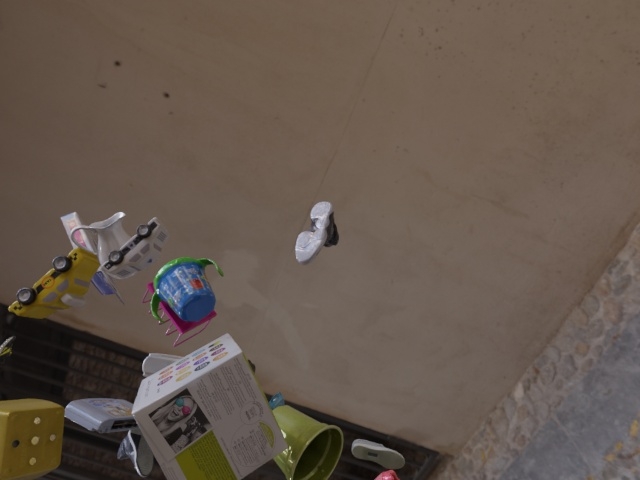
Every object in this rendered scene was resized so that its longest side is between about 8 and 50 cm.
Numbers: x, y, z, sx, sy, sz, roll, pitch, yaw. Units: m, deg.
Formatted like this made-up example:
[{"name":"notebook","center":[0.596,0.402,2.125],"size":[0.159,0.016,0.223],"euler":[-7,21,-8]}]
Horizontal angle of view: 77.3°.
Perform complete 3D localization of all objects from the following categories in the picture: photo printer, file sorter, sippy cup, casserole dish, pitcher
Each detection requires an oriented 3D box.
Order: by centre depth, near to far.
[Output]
[{"name":"pitcher","center":[-0.711,0.029,1.340],"size":[0.125,0.178,0.207],"euler":[-134,32,-61]},{"name":"photo printer","center":[-0.632,0.576,1.761],"size":[0.307,0.256,0.107],"euler":[128,153,-63]},{"name":"sippy cup","center":[-0.580,0.230,1.765],"size":[0.224,0.240,0.305],"euler":[43,112,36]},{"name":"file sorter","center":[-0.696,0.334,1.949],"size":[0.202,0.290,0.182],"euler":[-26,-19,-51]},{"name":"casserole dish","center":[-0.229,0.878,2.093],"size":[0.114,0.037,0.188],"euler":[-36,-39,-42]}]

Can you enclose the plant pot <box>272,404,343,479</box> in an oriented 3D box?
[{"name":"plant pot","center":[-0.095,0.789,1.565],"size":[0.254,0.276,0.276],"euler":[18,85,41]}]

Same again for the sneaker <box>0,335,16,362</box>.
[{"name":"sneaker","center":[-0.928,0.323,1.184],"size":[0.031,0.035,0.083],"euler":[-3,52,55]}]

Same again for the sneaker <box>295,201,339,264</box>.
[{"name":"sneaker","center":[0.000,0.000,1.458],"size":[0.153,0.101,0.268],"euler":[64,-141,-48]}]

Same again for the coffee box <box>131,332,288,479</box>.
[{"name":"coffee box","center":[-0.349,0.546,1.284],"size":[0.334,0.338,0.338],"euler":[-27,6,-19]}]

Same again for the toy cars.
[{"name":"toy cars","center":[-0.514,0.074,0.966],"size":[0.394,0.087,0.176],"euler":[-37,-15,-53]}]

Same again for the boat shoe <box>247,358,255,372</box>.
[{"name":"boat shoe","center":[-0.420,0.735,2.325],"size":[0.153,0.048,0.056],"euler":[71,-150,-47]}]

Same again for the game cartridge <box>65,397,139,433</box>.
[{"name":"game cartridge","center":[-0.775,0.643,1.485],"size":[0.062,0.198,0.297],"euler":[-67,-22,-13]}]

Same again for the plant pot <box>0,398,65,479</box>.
[{"name":"plant pot","center":[-0.766,0.500,0.987],"size":[0.212,0.187,0.212],"euler":[38,-139,-63]}]

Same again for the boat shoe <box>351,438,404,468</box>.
[{"name":"boat shoe","center":[0.244,0.898,1.706],"size":[0.081,0.228,0.079],"euler":[-51,-25,-83]}]

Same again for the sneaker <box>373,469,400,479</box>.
[{"name":"sneaker","center":[0.250,0.710,0.993],"size":[0.136,0.314,0.116],"euler":[-57,-15,11]}]

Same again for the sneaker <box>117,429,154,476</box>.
[{"name":"sneaker","center":[-0.845,0.990,1.828],"size":[0.163,0.086,0.226],"euler":[-49,56,22]}]

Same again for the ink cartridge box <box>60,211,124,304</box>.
[{"name":"ink cartridge box","center":[-0.855,0.076,1.505],"size":[0.069,0.371,0.175],"euler":[-30,-27,-23]}]
